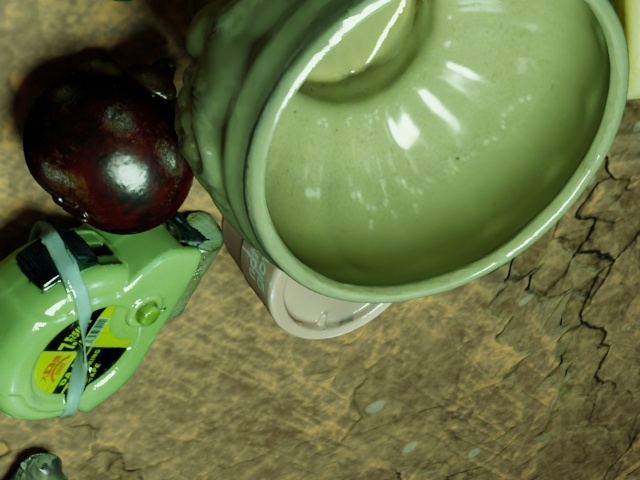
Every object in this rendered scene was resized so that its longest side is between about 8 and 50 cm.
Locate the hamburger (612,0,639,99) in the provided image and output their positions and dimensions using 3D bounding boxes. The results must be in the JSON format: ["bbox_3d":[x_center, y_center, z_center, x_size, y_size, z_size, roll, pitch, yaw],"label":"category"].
[{"bbox_3d":[0.257,-0.243,0.862,0.176,0.300,0.300,-19,138,2],"label":"hamburger"}]

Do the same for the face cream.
[{"bbox_3d":[0.000,0.000,1.035,0.149,0.104,0.149,-19,135,-20],"label":"face cream"}]

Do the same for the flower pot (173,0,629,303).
[{"bbox_3d":[0.035,-0.131,0.830,0.308,0.244,0.307,-15,134,-16],"label":"flower pot"}]

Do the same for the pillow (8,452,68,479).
[{"bbox_3d":[-0.302,0.299,1.136,0.093,0.051,0.241,21,110,-44],"label":"pillow"}]

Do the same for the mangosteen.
[{"bbox_3d":[-0.147,-0.077,0.863,0.140,0.140,0.140,-19,135,-20],"label":"mangosteen"}]

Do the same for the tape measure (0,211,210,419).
[{"bbox_3d":[-0.208,0.063,0.950,0.175,0.106,0.200,0,130,-52],"label":"tape measure"}]

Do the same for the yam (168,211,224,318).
[{"bbox_3d":[-0.120,0.023,1.019,0.043,0.043,0.094,14,119,-42],"label":"yam"}]
